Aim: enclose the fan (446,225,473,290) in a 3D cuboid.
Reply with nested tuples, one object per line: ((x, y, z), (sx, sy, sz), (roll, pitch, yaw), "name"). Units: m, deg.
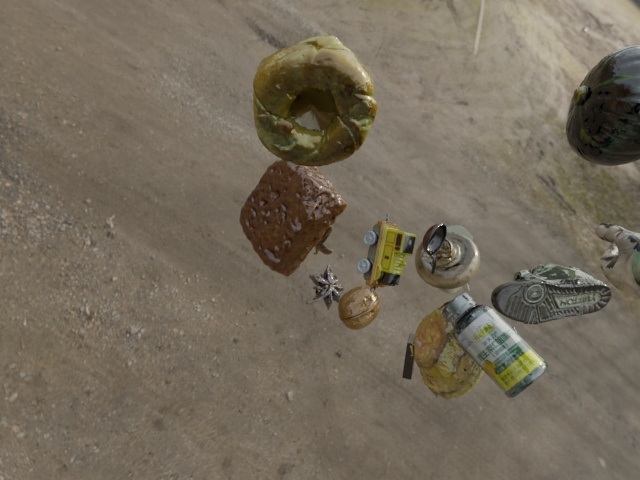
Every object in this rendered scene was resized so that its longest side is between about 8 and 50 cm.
((0.611, 0.077, 1.846), (0.182, 0.010, 0.311), (-14, 68, 8), "fan")

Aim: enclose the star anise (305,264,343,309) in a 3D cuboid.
((0.026, 0.238, 2.020), (0.209, 0.089, 0.232), (34, 54, -15), "star anise")

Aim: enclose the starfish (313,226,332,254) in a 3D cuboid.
((-0.007, 0.001, 1.760), (0.056, 0.238, 0.213), (-8, 51, -24), "starfish")

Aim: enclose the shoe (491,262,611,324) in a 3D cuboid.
((0.539, 0.120, 1.028), (0.292, 0.109, 0.149), (-1, 21, -6), "shoe")

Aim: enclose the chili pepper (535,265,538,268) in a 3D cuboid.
((0.683, 0.180, 1.383), (0.059, 0.227, 0.088), (37, 51, 22), "chili pepper")

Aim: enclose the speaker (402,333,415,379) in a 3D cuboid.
((0.440, 0.568, 2.029), (0.044, 0.219, 0.082), (11, 25, 19), "speaker")

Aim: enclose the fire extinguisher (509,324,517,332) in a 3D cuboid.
((0.748, 0.432, 1.780), (0.072, 0.268, 0.089), (40, 61, 13), "fire extinguisher")

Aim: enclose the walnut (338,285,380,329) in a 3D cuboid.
((0.164, 0.286, 1.773), (0.207, 0.167, 0.167), (-34, 77, -31), "walnut")

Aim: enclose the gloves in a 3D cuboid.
((0.513, 0.040, 0.666), (0.127, 0.111, 0.212), (18, 7, 13), "gloves")

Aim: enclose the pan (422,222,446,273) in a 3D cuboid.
((0.223, 0.016, 0.830), (0.023, 0.116, 0.068), (26, 40, 38), "pan")

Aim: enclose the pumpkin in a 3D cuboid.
((0.815, -0.370, 1.144), (0.238, 0.316, 0.315), (13, 45, 7), "pumpkin")

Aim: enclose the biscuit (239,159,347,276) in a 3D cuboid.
((-0.129, -0.106, 1.573), (0.166, 0.395, 0.343), (13, 32, -46), "biscuit")

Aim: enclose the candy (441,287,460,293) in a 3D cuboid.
((0.660, 0.130, 2.125), (0.185, 0.296, 0.296), (-12, 53, 8), "candy")

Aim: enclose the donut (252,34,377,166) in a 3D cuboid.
((-0.025, -0.362, 1.128), (0.359, 0.360, 0.170), (21, 43, -17), "donut")

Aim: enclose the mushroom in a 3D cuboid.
((0.445, 0.061, 1.470), (0.227, 0.226, 0.178), (-77, 148, -43), "mushroom")

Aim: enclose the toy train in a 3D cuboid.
((0.180, 0.041, 1.120), (0.089, 0.127, 0.220), (10, 93, -49), "toy train")

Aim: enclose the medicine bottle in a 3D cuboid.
((0.482, 0.286, 1.181), (0.141, 0.142, 0.293), (-12, 51, -38), "medicine bottle")

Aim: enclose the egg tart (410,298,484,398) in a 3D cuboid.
((0.418, 0.354, 1.415), (0.149, 0.352, 0.352), (23, 46, -18), "egg tart")
